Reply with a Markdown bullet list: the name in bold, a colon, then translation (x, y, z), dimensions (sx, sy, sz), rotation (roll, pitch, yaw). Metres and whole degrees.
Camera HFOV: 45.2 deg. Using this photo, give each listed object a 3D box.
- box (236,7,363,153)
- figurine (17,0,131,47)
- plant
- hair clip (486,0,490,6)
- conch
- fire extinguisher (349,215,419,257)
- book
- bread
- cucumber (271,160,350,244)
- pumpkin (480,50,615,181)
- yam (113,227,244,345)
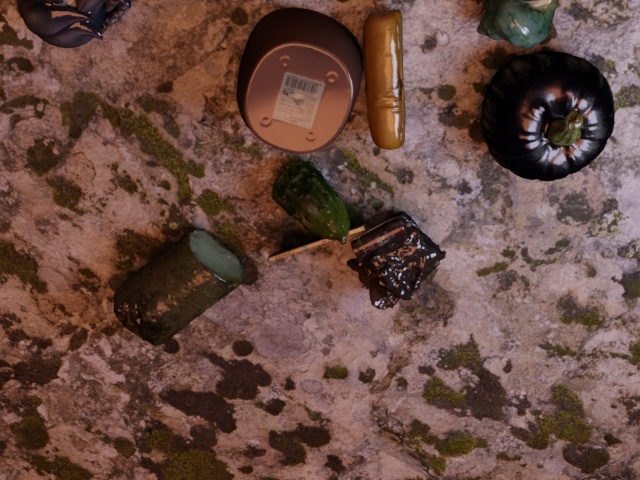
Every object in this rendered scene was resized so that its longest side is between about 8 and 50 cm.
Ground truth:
- **box**: translation (-0.045, -0.339, 1.671), dimensions (0.301, 0.216, 0.301), rotation (-1, 116, -1)
- **figurine**: translation (-0.498, -0.517, 1.600), dimensions (0.265, 0.175, 0.197), rotation (-19, 121, 18)
- **plant**: translation (0.177, 0.051, 1.893), dimensions (0.234, 0.204, 0.178), rotation (-39, 108, 11)
- **hair clip**: translation (0.371, -0.552, 1.667), dimensions (0.039, 0.030, 0.115), rotation (15, 116, 13)
- **conch**: translation (0.427, -0.499, 1.631), dimensions (0.188, 0.122, 0.176), rotation (-41, 114, -6)
- **fire extinguisher**: translation (0.147, -0.014, 1.787), dimensions (0.158, 0.043, 0.064), rotation (-27, 118, 7)
- **book**: translation (0.000, 0.001, 1.876), dimensions (0.241, 0.170, 0.018), rotation (-18, 93, 10)
- **bread**: translation (0.143, -0.355, 1.703), dimensions (0.091, 0.142, 0.305), rotation (-4, 114, 4)
- **cucumber**: translation (-0.004, -0.071, 1.784), dimensions (0.134, 0.244, 0.134), rotation (-23, 139, -21)
- **pumpkin**: translation (0.505, -0.256, 1.684), dimensions (0.296, 0.296, 0.296), rotation (0, 118, 0)
- **yam**: translation (-0.358, 0.115, 1.914), dimensions (0.300, 0.195, 0.195), rotation (-36, 112, 15)
